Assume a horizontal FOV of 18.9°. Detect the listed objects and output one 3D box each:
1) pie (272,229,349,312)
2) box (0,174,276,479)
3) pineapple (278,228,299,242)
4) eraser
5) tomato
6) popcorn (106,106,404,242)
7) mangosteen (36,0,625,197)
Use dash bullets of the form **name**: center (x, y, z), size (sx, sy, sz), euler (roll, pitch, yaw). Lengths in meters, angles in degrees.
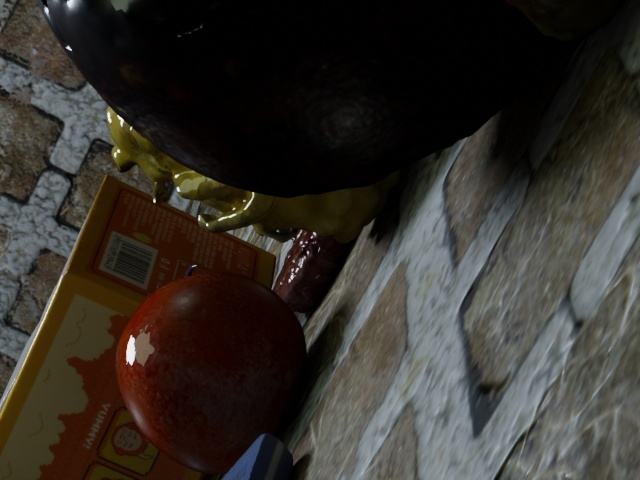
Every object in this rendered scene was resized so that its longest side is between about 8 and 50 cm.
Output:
- **pie**: center (0.000, 0.000, 1.719), size (0.154, 0.038, 0.153), euler (-61, 5, 10)
- **box**: center (-0.182, 0.127, 1.864), size (0.283, 0.213, 0.260), euler (-83, 18, -70)
- **pineapple**: center (0.003, -0.069, 1.822), size (0.074, 0.074, 0.159), euler (-92, 23, -73)
- **eraser**: center (-0.074, 0.226, 1.479), size (0.225, 0.036, 0.082), euler (-52, 16, 55)
- **tomato**: center (-0.087, 0.108, 1.558), size (0.167, 0.167, 0.167), euler (-62, 8, 15)
- **popcorn**: center (-0.047, -0.095, 1.563), size (0.250, 0.250, 0.190), euler (-167, 89, -82)
- **mangosteen**: center (0.018, -0.212, 1.230), size (0.381, 0.421, 0.381), euler (-4, -90, -71)
